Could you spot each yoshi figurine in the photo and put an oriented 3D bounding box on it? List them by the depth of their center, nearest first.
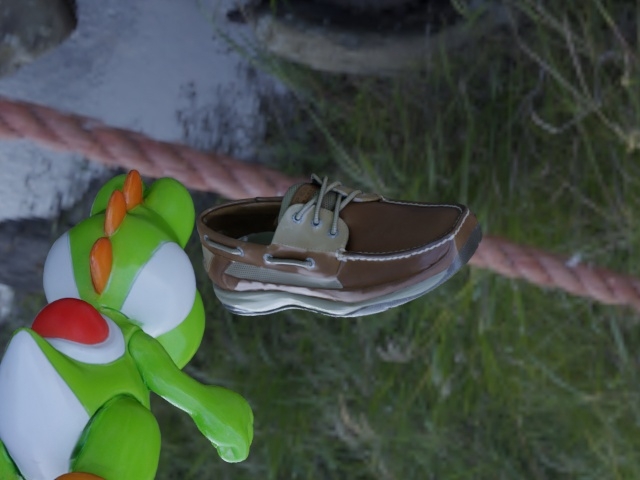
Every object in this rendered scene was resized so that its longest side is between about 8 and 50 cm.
[{"bbox_3d":[-0.164,0.115,1.026,0.203,0.362,0.203,32,136,-18],"label":"yoshi figurine"}]

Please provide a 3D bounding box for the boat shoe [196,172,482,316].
[{"bbox_3d":[0.000,0.000,1.337,0.324,0.122,0.120,-9,122,36],"label":"boat shoe"}]
